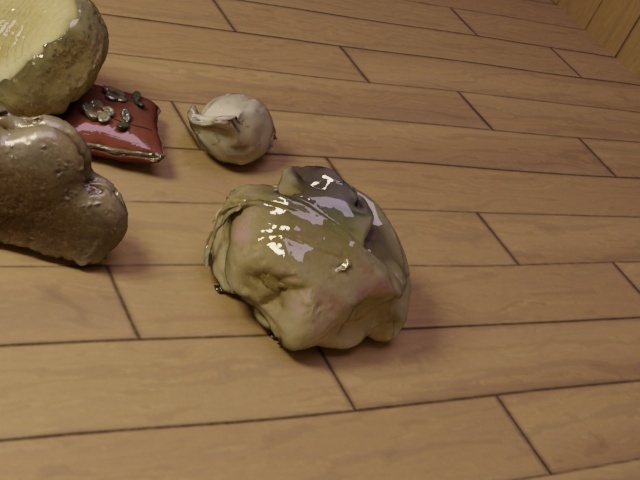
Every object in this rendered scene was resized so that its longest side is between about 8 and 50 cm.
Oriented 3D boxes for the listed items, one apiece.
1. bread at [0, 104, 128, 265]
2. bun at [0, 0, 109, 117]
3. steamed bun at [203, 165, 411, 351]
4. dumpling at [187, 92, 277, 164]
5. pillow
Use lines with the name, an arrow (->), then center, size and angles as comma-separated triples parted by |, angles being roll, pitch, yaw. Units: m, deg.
bread -> -0.404, -0.084, 1.383 | 0.337, 0.183, 0.102 | 14, 37, -13
bun -> -0.435, -0.276, 1.630 | 0.259, 0.152, 0.259 | -13, 50, 16
steamed bun -> 0.000, 0.000, 1.513 | 0.280, 0.207, 0.268 | -2, 41, -39
dumpling -> -0.151, -0.188, 1.773 | 0.136, 0.118, 0.199 | 20, 2, 18
pillow -> -0.325, -0.190, 1.683 | 0.171, 0.075, 0.179 | 12, 33, -18
